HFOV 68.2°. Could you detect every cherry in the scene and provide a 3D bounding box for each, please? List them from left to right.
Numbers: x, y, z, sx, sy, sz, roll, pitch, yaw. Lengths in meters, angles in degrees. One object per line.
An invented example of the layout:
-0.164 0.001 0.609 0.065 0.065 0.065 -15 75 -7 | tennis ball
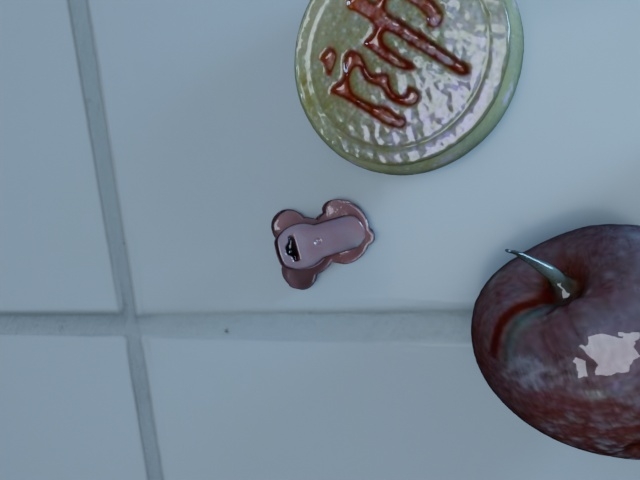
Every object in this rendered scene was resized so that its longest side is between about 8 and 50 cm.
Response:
0.285 0.096 0.494 0.285 0.213 0.236 43 143 -13 | cherry

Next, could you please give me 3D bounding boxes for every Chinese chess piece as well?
0.100 -0.215 0.572 0.269 0.112 0.271 4 100 22 | Chinese chess piece

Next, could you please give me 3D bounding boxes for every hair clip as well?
-0.001 0.000 0.690 0.138 0.102 0.123 -21 92 -9 | hair clip
